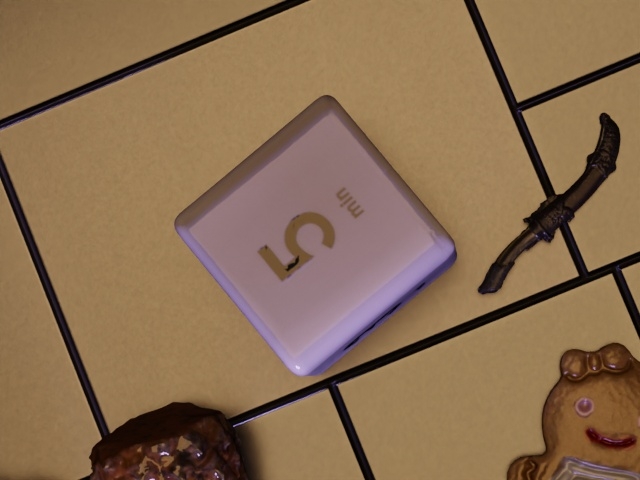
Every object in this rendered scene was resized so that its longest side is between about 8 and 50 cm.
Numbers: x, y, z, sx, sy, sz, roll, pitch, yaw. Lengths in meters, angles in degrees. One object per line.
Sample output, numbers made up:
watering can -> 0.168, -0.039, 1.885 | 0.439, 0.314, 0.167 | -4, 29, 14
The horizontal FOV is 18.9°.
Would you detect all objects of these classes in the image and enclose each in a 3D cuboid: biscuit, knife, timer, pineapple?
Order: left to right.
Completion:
pineapple -> -0.122, 0.304, 1.870 | 0.158, 0.158, 0.278 | -17, 98, 4
timer -> 0.000, 0.000, 1.849 | 0.195, 0.192, 0.194 | -39, 84, 1
knife -> 0.235, -0.028, 1.916 | 0.045, 0.021, 0.222 | 37, 86, 5
biscuit -> 0.280, 0.226, 1.890 | 0.184, 0.035, 0.248 | 14, 87, 6
